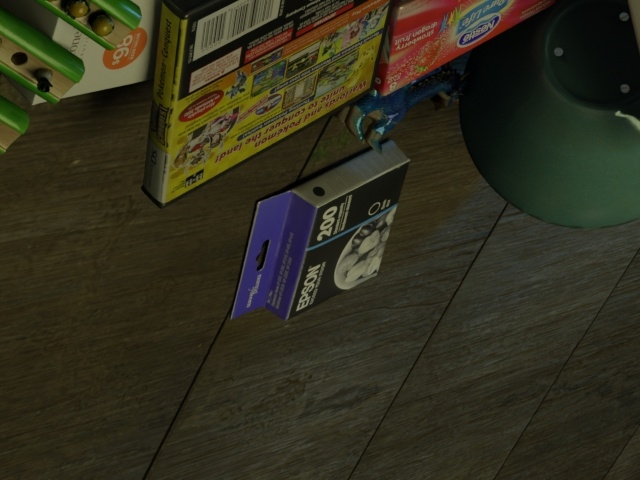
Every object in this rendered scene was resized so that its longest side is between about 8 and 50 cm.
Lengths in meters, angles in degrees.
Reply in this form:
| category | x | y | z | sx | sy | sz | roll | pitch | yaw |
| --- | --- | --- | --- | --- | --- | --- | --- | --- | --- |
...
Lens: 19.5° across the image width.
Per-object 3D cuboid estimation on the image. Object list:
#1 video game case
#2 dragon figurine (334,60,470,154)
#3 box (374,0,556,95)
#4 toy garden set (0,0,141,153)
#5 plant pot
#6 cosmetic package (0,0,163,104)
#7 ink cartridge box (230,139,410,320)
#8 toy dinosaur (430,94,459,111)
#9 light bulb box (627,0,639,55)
| category | x | y | z | sx | sy | sz | roll | pitch | yaw |
| --- | --- | --- | --- | --- | --- | --- | --- | --- | --- |
| video game case | -0.039 | -0.175 | 1.683 | 0.275 | 0.035 | 0.248 | -31 | 152 | -31 |
| dragon figurine | 0.068 | -0.178 | 1.976 | 0.144 | 0.085 | 0.289 | -51 | 158 | 6 |
| box | 0.126 | -0.272 | 1.887 | 0.257 | 0.122 | 0.128 | -30 | 150 | -29 |
| toy garden set | -0.245 | -0.182 | 1.431 | 0.244 | 0.049 | 0.204 | -41 | 131 | 20 |
| plant pot | 0.299 | -0.175 | 2.039 | 0.290 | 0.290 | 0.195 | -42 | 168 | -7 |
| cosmetic package | -0.106 | -0.305 | 1.542 | 0.284 | 0.097 | 0.377 | -16 | 142 | -41 |
| ink cartridge box | 0.000 | 0.000 | 2.181 | 0.208 | 0.045 | 0.206 | -25 | 148 | -32 |
| toy dinosaur | 0.198 | -0.167 | 2.232 | 0.112 | 0.064 | 0.211 | -28 | 156 | 23 |
| light bulb box | 0.481 | -0.273 | 1.913 | 0.361 | 0.225 | 0.358 | -39 | 119 | -53 |
